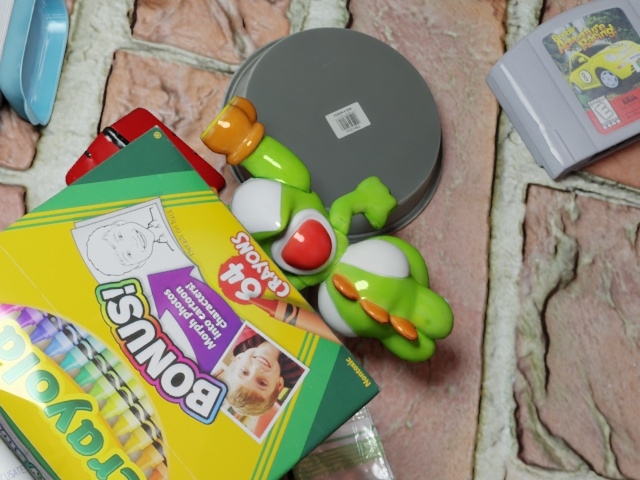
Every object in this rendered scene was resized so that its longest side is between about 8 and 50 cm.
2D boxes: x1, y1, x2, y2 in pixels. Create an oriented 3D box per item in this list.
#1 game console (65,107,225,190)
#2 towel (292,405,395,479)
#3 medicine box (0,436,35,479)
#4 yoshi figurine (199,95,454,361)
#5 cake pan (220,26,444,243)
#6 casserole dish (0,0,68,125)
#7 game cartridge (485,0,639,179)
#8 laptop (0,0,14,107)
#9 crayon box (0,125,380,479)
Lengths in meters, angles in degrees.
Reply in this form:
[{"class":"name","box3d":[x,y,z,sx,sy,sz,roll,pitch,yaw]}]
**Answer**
[{"class":"game console","box3d":[-0.208,-0.071,1.793,0.144,0.085,0.124,41,95,3]},{"class":"towel","box3d":[0.016,0.233,1.728,0.113,0.023,0.152,-14,73,-21]},{"class":"medicine box","box3d":[-0.382,0.280,1.525,0.263,0.149,0.289,-23,77,-23]},{"class":"yoshi figurine","box3d":[-0.006,0.003,1.736,0.362,0.203,0.203,38,49,-6]},{"class":"cake pan","box3d":[0.023,-0.141,1.866,0.293,0.054,0.293,6,67,-14]},{"class":"casserole dish","box3d":[-0.338,-0.224,1.770,0.037,0.114,0.188,1,66,11]},{"class":"game cartridge","box3d":[0.374,-0.218,2.001,0.294,0.060,0.196,-25,73,-24]},{"class":"laptop","box3d":[-0.546,-0.327,1.671,0.407,0.236,0.382,8,67,-3]},{"class":"crayon box","box3d":[-0.176,0.117,1.512,0.313,0.106,0.363,-38,85,-28]}]
